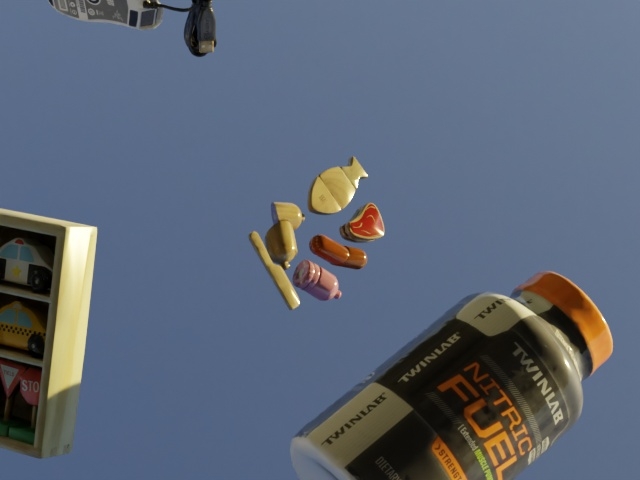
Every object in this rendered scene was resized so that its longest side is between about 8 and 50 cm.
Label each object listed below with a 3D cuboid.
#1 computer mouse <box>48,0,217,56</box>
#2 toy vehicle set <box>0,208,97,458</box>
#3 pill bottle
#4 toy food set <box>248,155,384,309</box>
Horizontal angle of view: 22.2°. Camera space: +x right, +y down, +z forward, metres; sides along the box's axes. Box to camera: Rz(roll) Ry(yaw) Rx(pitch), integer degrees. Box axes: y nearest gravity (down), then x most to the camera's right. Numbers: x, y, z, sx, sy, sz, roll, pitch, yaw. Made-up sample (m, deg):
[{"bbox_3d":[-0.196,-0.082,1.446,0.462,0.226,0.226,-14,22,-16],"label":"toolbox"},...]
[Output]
[{"bbox_3d":[-0.178,-0.237,1.541,0.193,0.106,0.042,16,-134,22],"label":"computer mouse"},{"bbox_3d":[-0.286,0.052,1.216,0.267,0.166,0.035,9,-174,32],"label":"toy vehicle set"},{"bbox_3d":[0.107,0.126,1.228,0.246,0.130,0.130,-38,-123,-20],"label":"pill bottle"},{"bbox_3d":[0.000,0.000,1.082,0.122,0.019,0.078,-32,-87,-44],"label":"toy food set"}]
